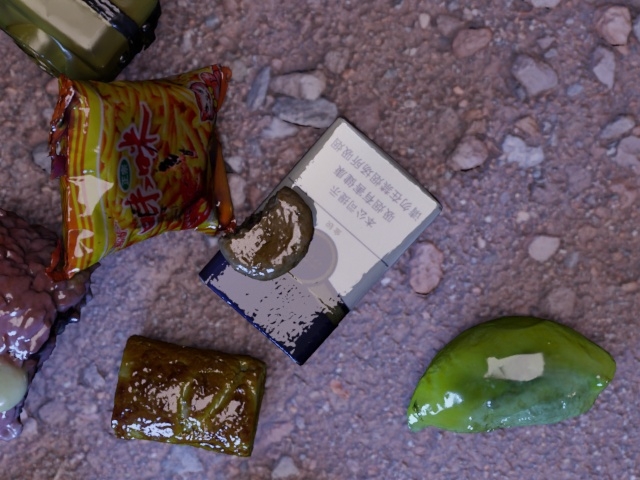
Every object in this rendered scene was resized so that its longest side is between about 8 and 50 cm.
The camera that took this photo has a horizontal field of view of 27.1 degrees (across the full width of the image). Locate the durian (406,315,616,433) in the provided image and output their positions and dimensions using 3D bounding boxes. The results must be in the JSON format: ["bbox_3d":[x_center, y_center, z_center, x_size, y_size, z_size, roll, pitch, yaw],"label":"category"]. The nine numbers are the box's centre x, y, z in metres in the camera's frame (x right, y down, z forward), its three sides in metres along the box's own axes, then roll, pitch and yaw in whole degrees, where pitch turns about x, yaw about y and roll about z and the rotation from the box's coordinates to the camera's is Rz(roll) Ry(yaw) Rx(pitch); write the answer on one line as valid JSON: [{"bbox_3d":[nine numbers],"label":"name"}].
[{"bbox_3d":[0.222,0.162,1.571,0.250,0.101,0.139,-7,98,3],"label":"durian"}]

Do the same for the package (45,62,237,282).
[{"bbox_3d":[-0.205,-0.084,1.499,0.108,0.288,0.223,11,105,40],"label":"package"}]

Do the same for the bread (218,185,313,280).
[{"bbox_3d":[-0.054,-0.002,1.507,0.113,0.060,0.082,-35,93,8],"label":"bread"}]

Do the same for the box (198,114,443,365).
[{"bbox_3d":[0.000,0.000,1.571,0.168,0.071,0.259,41,96,-3],"label":"box"}]

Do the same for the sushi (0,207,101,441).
[{"bbox_3d":[-0.376,0.108,1.514,0.171,0.236,0.270,25,113,-16],"label":"sushi"}]

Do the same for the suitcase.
[{"bbox_3d":[-0.296,-0.274,1.478,0.235,0.194,0.143,38,84,-3],"label":"suitcase"}]

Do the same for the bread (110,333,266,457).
[{"bbox_3d":[-0.156,0.189,1.586,0.172,0.103,0.132,10,91,4],"label":"bread"}]
